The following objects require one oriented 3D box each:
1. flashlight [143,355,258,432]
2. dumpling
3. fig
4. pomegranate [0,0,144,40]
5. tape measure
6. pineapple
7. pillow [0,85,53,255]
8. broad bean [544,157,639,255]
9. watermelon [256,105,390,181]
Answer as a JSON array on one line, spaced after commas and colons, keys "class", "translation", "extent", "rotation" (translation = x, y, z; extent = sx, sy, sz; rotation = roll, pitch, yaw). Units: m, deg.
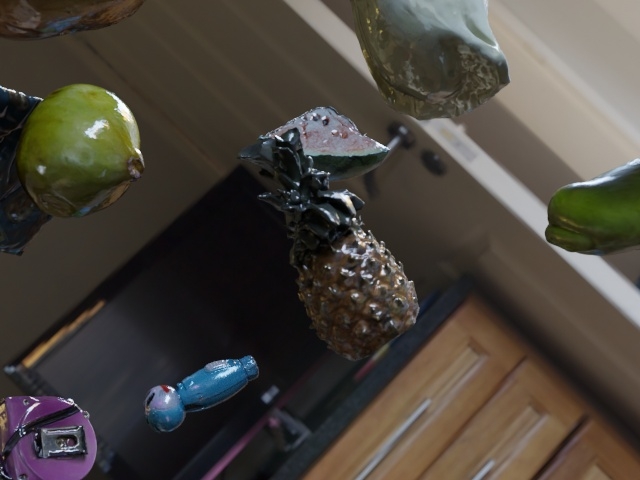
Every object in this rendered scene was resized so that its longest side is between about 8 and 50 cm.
[{"class": "flashlight", "translation": [-0.127, 0.161, 1.170], "extent": [0.129, 0.051, 0.051], "rotation": [-23, -10, -15]}, {"class": "dumpling", "translation": [0.085, -0.223, 1.129], "extent": [0.131, 0.252, 0.179], "rotation": [-36, -11, -26]}, {"class": "fig", "translation": [-0.244, -0.087, 1.106], "extent": [0.153, 0.120, 0.136], "rotation": [-125, 44, -64]}, {"class": "pomegranate", "translation": [-0.370, -0.417, 1.515], "extent": [0.322, 0.322, 0.322], "rotation": [-45, -4, -4]}, {"class": "tape measure", "translation": [-0.332, 0.245, 1.311], "extent": [0.125, 0.118, 0.074], "rotation": [1, -24, -41]}, {"class": "pineapple", "translation": [0.000, 0.000, 1.430], "extent": [0.141, 0.310, 0.170], "rotation": [-32, 2, -11]}, {"class": "pillow", "translation": [-0.351, -0.076, 1.160], "extent": [0.189, 0.034, 0.255], "rotation": [-53, -29, 9]}, {"class": "broad bean", "translation": [0.512, -0.057, 1.811], "extent": [0.291, 0.119, 0.238], "rotation": [-13, 20, 22]}, {"class": "watermelon", "translation": [0.006, -0.135, 1.565], "extent": [0.139, 0.187, 0.071], "rotation": [-79, -6, -49]}]
